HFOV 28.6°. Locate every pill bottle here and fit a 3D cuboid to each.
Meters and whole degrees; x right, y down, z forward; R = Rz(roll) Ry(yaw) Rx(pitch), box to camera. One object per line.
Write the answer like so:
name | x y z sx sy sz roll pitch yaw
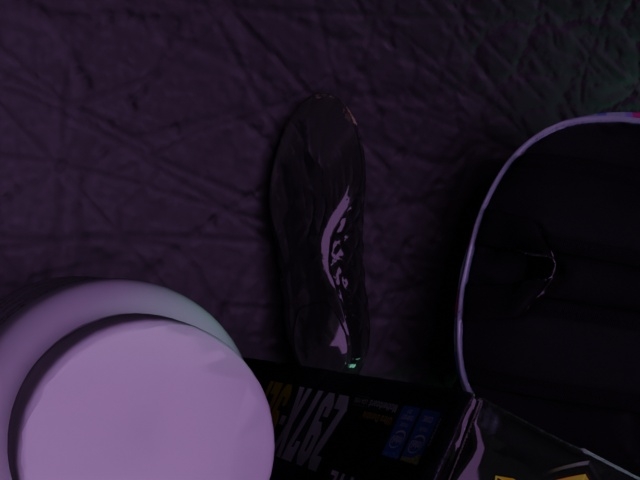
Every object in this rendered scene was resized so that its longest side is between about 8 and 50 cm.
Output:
pill bottle | -0.102 0.082 0.591 0.131 0.229 0.131 0 89 -19

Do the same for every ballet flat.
ballet flat | 0.000 0.000 0.735 0.057 0.049 0.173 -2 84 9

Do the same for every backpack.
backpack | 0.211 0.043 0.709 0.253 0.191 0.225 9 84 21

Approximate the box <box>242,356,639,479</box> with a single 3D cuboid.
box | 0.093 0.147 0.608 0.257 0.322 0.079 30 78 -16
